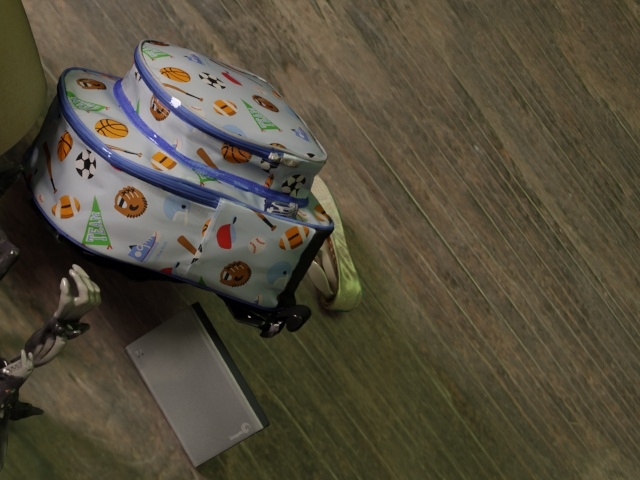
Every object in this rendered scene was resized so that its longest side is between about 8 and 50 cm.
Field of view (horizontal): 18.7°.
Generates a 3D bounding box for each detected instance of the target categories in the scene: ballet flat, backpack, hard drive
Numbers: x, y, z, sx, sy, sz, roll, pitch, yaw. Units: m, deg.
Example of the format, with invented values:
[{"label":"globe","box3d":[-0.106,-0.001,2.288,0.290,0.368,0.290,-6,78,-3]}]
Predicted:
[{"label":"ballet flat","box3d":[0.000,0.000,2.143,0.052,0.057,0.168,-7,69,-44]},{"label":"backpack","box3d":[-0.138,-0.062,1.821,0.263,0.213,0.276,9,21,-30]},{"label":"hard drive","box3d":[-0.116,0.137,1.842,0.135,0.094,0.022,59,33,3]}]

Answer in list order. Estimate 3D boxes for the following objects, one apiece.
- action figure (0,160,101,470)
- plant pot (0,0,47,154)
[{"label":"action figure","box3d":[-0.287,0.052,1.657,0.164,0.141,0.275,16,48,-47]},{"label":"plant pot","box3d":[-0.366,-0.197,1.696,0.274,0.256,0.256,54,29,-39]}]
